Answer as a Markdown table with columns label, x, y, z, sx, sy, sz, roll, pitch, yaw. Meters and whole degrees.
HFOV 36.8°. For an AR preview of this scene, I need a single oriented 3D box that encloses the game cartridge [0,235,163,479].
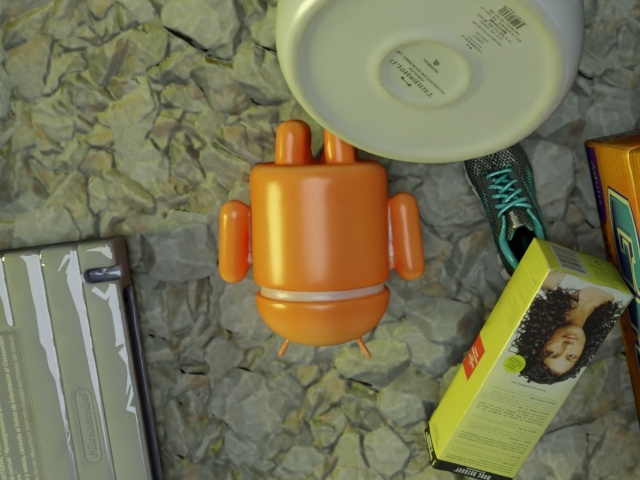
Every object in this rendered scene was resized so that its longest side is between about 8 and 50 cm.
| label | x | y | z | sx | sy | sz | roll | pitch | yaw |
| --- | --- | --- | --- | --- | --- | --- | --- | --- | --- |
| game cartridge | -0.281 | 0.182 | 0.956 | 0.230 | 0.068 | 0.354 | -6 | 98 | 9 |

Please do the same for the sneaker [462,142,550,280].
| label | x | y | z | sx | sy | sz | roll | pitch | yaw |
| --- | --- | --- | --- | --- | --- | --- | --- | --- | --- |
| sneaker | 0.177 | -0.030 | 0.878 | 0.065 | 0.076 | 0.166 | -22 | 96 | 6 |

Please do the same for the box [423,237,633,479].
| label | x | y | z | sx | sy | sz | roll | pitch | yaw |
| --- | --- | --- | --- | --- | --- | --- | --- | --- | --- |
| box | 0.180 | 0.115 | 0.866 | 0.087 | 0.058 | 0.232 | 16 | 118 | -13 |

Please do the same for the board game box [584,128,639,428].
| label | x | y | z | sx | sy | sz | roll | pitch | yaw |
| --- | --- | --- | --- | --- | --- | --- | --- | --- | --- |
| board game box | 0.442 | 0.064 | 0.730 | 0.357 | 0.356 | 0.356 | -12 | 97 | 6 |

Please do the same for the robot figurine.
| label | x | y | z | sx | sy | sz | roll | pitch | yaw |
| --- | --- | --- | --- | --- | --- | --- | --- | --- | --- |
| robot figurine | -0.002 | 0.000 | 0.872 | 0.158 | 0.128 | 0.219 | -7 | 99 | -32 |

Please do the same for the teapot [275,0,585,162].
| label | x | y | z | sx | sy | sz | roll | pitch | yaw |
| --- | --- | --- | --- | --- | --- | --- | --- | --- | --- |
| teapot | 0.085 | -0.200 | 0.766 | 0.253 | 0.256 | 0.187 | 4 | 56 | 6 |
